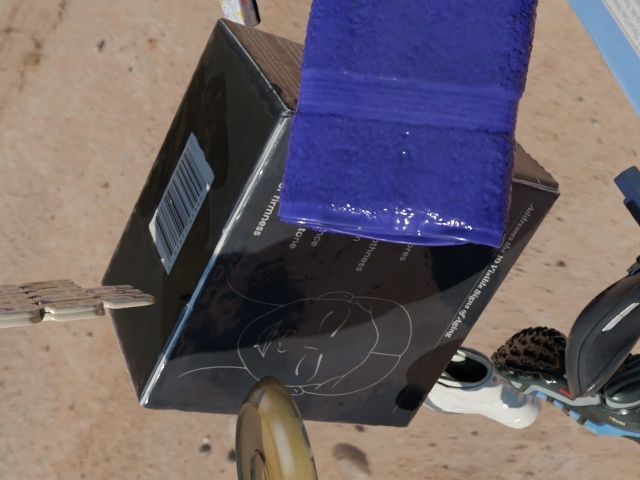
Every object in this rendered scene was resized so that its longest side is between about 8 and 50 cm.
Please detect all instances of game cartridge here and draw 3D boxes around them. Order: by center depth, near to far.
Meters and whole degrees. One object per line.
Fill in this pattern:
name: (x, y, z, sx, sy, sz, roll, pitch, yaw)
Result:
game cartridge: (0.607, 0.052, 1.622, 0.068, 0.230, 0.355, -40, 41, 19)

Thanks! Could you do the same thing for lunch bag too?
lunch bag: (-0.140, -0.423, 1.822, 0.053, 0.083, 0.071, -5, 109, 27)

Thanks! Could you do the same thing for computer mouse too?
computer mouse: (0.350, 0.055, 1.144, 0.060, 0.184, 0.262, 37, 101, 2)

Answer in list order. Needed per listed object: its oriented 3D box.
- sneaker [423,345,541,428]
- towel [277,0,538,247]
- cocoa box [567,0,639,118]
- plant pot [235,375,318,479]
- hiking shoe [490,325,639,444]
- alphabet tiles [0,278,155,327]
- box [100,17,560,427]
sneaker: (0.232, 0.235, 1.760, 0.293, 0.169, 0.108, 2, 58, 53)
towel: (0.090, -0.151, 0.991, 0.228, 0.076, 0.308, 8, 88, 13)
cocoa box: (0.344, -0.096, 0.504, 0.228, 0.347, 0.231, -54, 26, 31)
plant pot: (-0.054, 0.271, 1.116, 0.236, 0.032, 0.236, 173, 90, -69)
hiking shoe: (0.352, 0.212, 1.387, 0.113, 0.132, 0.304, -37, 22, -17)
alphabet tiles: (-0.352, 0.073, 1.207, 0.284, 0.278, 0.021, -170, 76, -68)
box: (0.000, 0.000, 1.463, 0.480, 0.472, 0.297, -61, 36, 24)
